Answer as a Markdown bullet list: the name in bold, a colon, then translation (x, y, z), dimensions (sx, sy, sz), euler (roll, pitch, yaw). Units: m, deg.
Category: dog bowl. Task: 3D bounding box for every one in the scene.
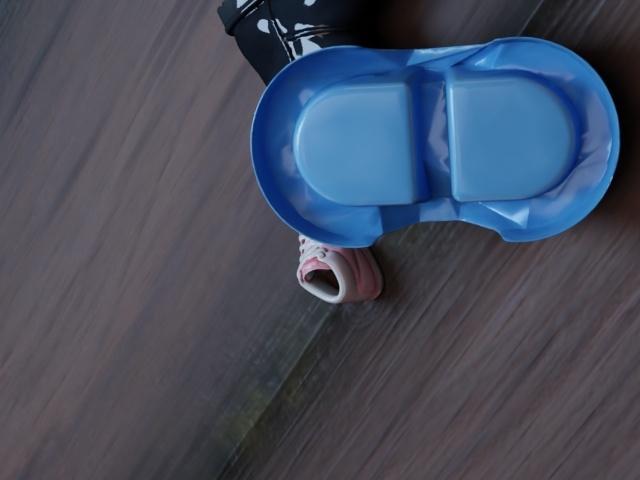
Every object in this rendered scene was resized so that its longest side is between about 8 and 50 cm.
- **dog bowl**: translation (0.095, -0.084, 1.487), dimensions (0.297, 0.074, 0.166), euler (-2, 102, 10)

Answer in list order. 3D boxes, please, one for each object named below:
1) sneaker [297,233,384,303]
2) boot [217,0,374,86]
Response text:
- **sneaker**: translation (0.000, 0.000, 1.649), dimensions (0.051, 0.070, 0.134), euler (-41, 74, 37)
- **boot**: translation (0.040, -0.172, 1.568), dimensions (0.246, 0.094, 0.207), euler (-35, 80, 35)
